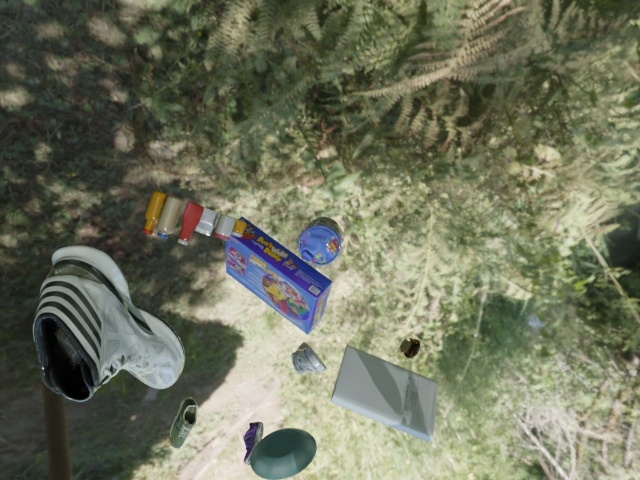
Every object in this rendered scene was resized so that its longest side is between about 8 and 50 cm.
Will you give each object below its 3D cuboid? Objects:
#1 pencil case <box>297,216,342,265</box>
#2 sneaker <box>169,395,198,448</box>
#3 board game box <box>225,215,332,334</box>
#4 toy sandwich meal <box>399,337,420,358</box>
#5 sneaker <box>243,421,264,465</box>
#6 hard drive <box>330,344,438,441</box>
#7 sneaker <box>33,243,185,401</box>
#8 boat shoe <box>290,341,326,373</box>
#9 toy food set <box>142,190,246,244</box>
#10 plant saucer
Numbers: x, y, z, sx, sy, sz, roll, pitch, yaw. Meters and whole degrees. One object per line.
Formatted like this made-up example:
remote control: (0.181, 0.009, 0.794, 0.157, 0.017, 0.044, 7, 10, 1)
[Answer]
pencil case: (0.000, 0.000, 1.574, 0.133, 0.119, 0.306, -46, -177, 6)
sneaker: (-0.509, 0.691, 1.935, 0.064, 0.192, 0.086, 22, 167, -35)
board game box: (-0.138, 0.110, 1.574, 0.078, 0.347, 0.233, -45, 161, -32)
toy sandwich meal: (0.327, 0.389, 1.878, 0.029, 0.085, 0.086, 37, 120, -25)
sneaker: (-0.258, 0.750, 1.907, 0.071, 0.169, 0.068, 1, 125, 9)
hard drive: (0.226, 0.520, 1.775, 0.353, 0.233, 0.047, 23, 129, 0)
sneaker: (-0.440, 0.245, 1.059, 0.169, 0.257, 0.447, -11, 133, 11)
boat shoe: (-0.046, 0.392, 1.653, 0.084, 0.095, 0.258, -38, 179, -10)
toy food set: (-0.299, -0.032, 1.223, 0.232, 0.104, 0.111, 20, 178, -15)
plant saucer: (-0.108, 0.588, 1.458, 0.195, 0.195, 0.037, -16, 112, -8)
